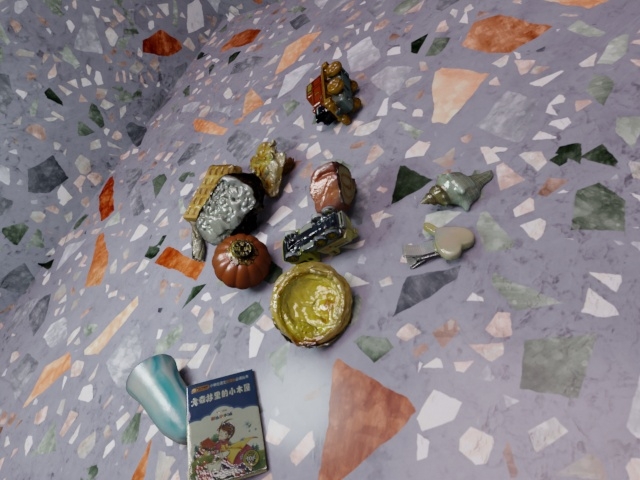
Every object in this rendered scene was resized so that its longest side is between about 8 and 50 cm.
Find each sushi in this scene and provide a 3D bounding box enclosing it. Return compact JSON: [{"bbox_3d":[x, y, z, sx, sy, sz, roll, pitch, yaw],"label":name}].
[{"bbox_3d":[-0.169,-0.339,1.898,0.118,0.061,0.060,-22,27,-5],"label":"sushi"},{"bbox_3d":[-0.367,-0.125,1.771,0.348,0.234,0.207,-47,0,18],"label":"sushi"}]

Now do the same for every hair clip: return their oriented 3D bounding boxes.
[{"bbox_3d":[0.362,0.008,1.280,0.219,0.071,0.159,-18,48,17],"label":"hair clip"}]

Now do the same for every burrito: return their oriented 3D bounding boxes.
[{"bbox_3d":[-0.570,0.010,1.904,0.063,0.058,0.229,-40,52,25],"label":"burrito"}]

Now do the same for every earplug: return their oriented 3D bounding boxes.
[{"bbox_3d":[-0.503,0.553,1.402,0.324,0.185,0.185,30,78,38],"label":"earplug"}]

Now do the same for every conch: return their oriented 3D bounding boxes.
[{"bbox_3d":[0.435,-0.162,1.321,0.234,0.114,0.137,-11,66,20],"label":"conch"}]

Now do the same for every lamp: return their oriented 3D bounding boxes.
[{"bbox_3d":[-0.300,0.079,1.579,0.223,0.196,0.223,5,58,-8],"label":"lamp"}]

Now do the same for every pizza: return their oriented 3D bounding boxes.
[{"bbox_3d":[-0.249,-0.338,1.872,0.323,0.089,0.223,55,128,45],"label":"pizza"}]

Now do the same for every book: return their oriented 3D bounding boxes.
[{"bbox_3d":[-0.298,0.571,1.276,0.228,0.018,0.322,-13,47,-9],"label":"book"}]

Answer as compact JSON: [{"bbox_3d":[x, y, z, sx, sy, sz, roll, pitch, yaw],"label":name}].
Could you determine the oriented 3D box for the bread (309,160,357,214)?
[{"bbox_3d":[0.051,-0.182,1.520,0.123,0.244,0.190,-7,91,22],"label":"bread"}]

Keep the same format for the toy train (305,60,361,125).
[{"bbox_3d":[0.048,-0.680,1.927,0.232,0.163,0.369,-30,45,31],"label":"toy train"}]

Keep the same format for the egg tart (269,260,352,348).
[{"bbox_3d":[-0.028,0.207,1.337,0.279,0.095,0.278,0,74,1],"label":"egg tart"}]

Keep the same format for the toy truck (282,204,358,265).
[{"bbox_3d":[0.000,0.000,1.470,0.272,0.157,0.124,-30,48,29],"label":"toy truck"}]

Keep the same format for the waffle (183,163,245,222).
[{"bbox_3d":[-0.516,-0.219,2.017,0.224,0.098,0.327,5,64,38],"label":"waffle"}]
